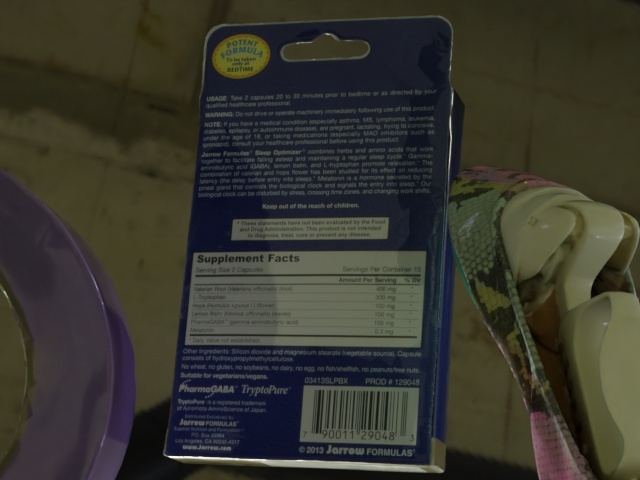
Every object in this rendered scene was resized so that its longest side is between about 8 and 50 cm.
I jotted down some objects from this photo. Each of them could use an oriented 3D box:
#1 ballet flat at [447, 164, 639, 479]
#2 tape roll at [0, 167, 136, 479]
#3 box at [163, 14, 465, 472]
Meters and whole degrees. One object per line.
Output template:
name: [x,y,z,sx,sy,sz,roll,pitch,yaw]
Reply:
ballet flat: [0.111,0.036,0.694,0.076,0.079,0.221,-1,-129,-16]
tape roll: [-0.171,0.056,0.654,0.189,0.080,0.189,0,-98,1]
box: [0.000,0.000,0.824,0.136,0.036,0.225,0,-104,18]
